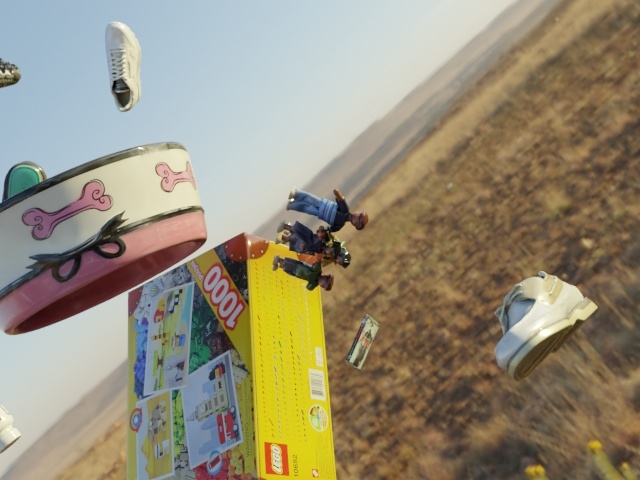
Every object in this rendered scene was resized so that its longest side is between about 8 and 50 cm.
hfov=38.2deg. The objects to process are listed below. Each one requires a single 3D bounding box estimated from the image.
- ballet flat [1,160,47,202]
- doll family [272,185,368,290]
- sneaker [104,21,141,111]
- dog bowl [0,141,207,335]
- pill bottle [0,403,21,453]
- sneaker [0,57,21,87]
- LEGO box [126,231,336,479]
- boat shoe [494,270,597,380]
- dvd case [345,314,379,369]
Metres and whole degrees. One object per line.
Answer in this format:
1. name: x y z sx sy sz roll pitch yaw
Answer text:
1. ballet flat: -0.537 -0.002 1.659 0.096 0.095 0.280 -178 101 -76
2. doll family: 0.000 0.000 1.291 0.193 0.111 0.076 99 -165 -60
3. sneaker: -0.525 -0.458 2.447 0.090 0.235 0.095 -3 26 8
4. dog bowl: -0.356 0.008 1.423 0.408 0.150 0.408 -28 -3 -2
5. pill bottle: -0.584 0.314 1.621 0.067 0.120 0.067 -43 -3 -3
6. sneaker: -0.621 -0.254 1.559 0.234 0.078 0.106 -16 -48 -44
7. LEGO box: -0.179 0.289 1.720 0.372 0.500 0.193 -26 -32 38
8. boat shoe: 0.305 0.117 1.340 0.113 0.103 0.302 -53 -19 22
9. dvd case: 0.100 0.241 2.187 0.119 0.013 0.087 -66 -26 -11
